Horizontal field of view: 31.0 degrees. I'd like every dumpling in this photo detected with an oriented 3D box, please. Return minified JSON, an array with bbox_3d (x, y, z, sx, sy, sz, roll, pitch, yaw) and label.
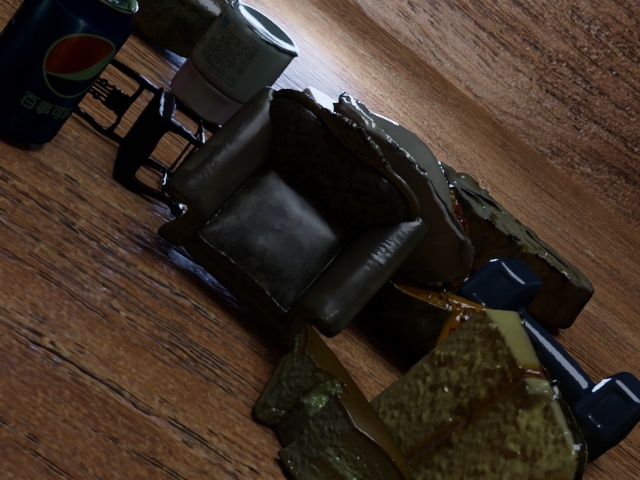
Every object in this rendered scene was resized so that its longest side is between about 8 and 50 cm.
[{"bbox_3d":[0.104,-0.041,1.614,0.181,0.341,0.260,-27,55,-38],"label":"dumpling"}]

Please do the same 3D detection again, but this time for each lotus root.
[{"bbox_3d":[0.346,0.002,2.196,0.390,0.111,0.375,39,18,5],"label":"lotus root"},{"bbox_3d":[-0.226,-0.388,1.897,0.309,0.173,0.173,39,19,-5],"label":"lotus root"}]

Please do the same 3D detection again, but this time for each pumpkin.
[{"bbox_3d":[0.144,0.111,1.614,0.163,0.111,0.278,29,11,30],"label":"pumpkin"}]

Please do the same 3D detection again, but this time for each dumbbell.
[{"bbox_3d":[0.340,0.177,1.742,0.325,0.144,0.160,49,23,20],"label":"dumbbell"}]

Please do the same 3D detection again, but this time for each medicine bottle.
[{"bbox_3d":[-0.134,-0.264,1.771,0.135,0.168,0.135,34,20,-14],"label":"medicine bottle"}]

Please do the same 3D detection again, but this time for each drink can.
[{"bbox_3d":[-0.299,-0.211,1.290,0.118,0.205,0.118,35,21,-15],"label":"drink can"}]

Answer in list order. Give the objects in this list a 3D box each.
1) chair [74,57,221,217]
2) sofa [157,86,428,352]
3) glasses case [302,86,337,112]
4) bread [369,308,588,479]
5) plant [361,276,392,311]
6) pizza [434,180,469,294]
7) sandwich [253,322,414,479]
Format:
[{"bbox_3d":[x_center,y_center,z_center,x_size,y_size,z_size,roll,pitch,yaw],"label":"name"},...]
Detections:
[{"bbox_3d":[-0.239,-0.146,1.419,0.229,0.106,0.113,32,19,-19],"label":"chair"},{"bbox_3d":[-0.033,-0.026,1.313,0.258,0.200,0.182,43,-23,3],"label":"sofa"},{"bbox_3d":[0.042,-0.132,1.952,0.144,0.076,0.336,29,23,-32],"label":"glasses case"},{"bbox_3d":[0.191,0.232,1.197,0.198,0.236,0.263,31,21,-24],"label":"bread"},{"bbox_3d":[0.000,0.000,1.494,0.131,0.142,0.203,0,46,-39],"label":"plant"},{"bbox_3d":[0.199,-0.014,1.863,0.289,0.081,0.229,-92,166,-71],"label":"pizza"},{"bbox_3d":[0.002,0.182,1.176,0.088,0.090,0.244,23,26,-48],"label":"sandwich"}]
